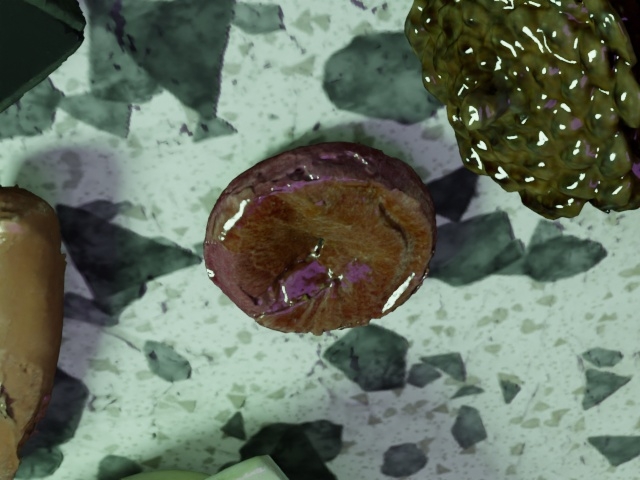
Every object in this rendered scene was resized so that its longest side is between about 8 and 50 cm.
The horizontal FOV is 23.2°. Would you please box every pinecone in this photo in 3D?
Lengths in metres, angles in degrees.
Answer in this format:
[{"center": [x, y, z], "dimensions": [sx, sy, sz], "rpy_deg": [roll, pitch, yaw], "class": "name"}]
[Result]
[{"center": [0.187, -0.126, 1.004], "dimensions": [0.257, 0.243, 0.243], "rpy_deg": [0, 131, -36], "class": "pinecone"}]

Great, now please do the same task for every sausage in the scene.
[{"center": [-0.245, 0.090, 1.198], "dimensions": [0.087, 0.079, 0.327], "rpy_deg": [-1, 130, -22], "class": "sausage"}]

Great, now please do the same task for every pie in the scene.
[{"center": [0.000, 0.000, 1.183], "dimensions": [0.182, 0.050, 0.182], "rpy_deg": [-5, 133, -5], "class": "pie"}]

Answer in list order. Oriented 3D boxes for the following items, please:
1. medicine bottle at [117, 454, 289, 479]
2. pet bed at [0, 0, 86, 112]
[{"center": [-0.164, 0.324, 1.291], "dimensions": [0.406, 0.236, 0.236], "rpy_deg": [-26, 127, 13], "class": "medicine bottle"}, {"center": [-0.279, -0.159, 0.962], "dimensions": [0.211, 0.159, 0.183], "rpy_deg": [-34, 151, 19], "class": "pet bed"}]
